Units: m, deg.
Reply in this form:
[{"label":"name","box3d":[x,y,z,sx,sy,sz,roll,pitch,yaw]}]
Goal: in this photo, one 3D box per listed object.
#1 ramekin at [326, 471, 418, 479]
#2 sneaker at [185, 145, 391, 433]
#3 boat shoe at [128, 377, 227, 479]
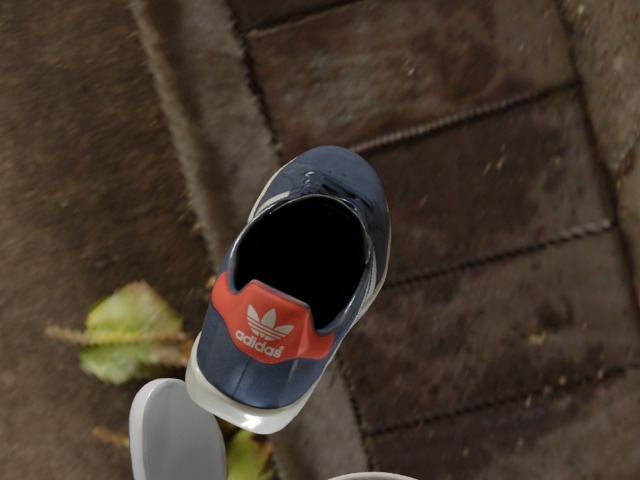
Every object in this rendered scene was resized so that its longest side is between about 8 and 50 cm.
[{"label":"ramekin","box3d":[0.026,0.278,1.356,0.207,0.109,0.207,5,73,-16]},{"label":"sneaker","box3d":[0.000,0.000,1.507,0.131,0.350,0.148,23,127,-2]},{"label":"boat shoe","box3d":[-0.127,0.239,1.598,0.084,0.095,0.258,3,110,44]}]
